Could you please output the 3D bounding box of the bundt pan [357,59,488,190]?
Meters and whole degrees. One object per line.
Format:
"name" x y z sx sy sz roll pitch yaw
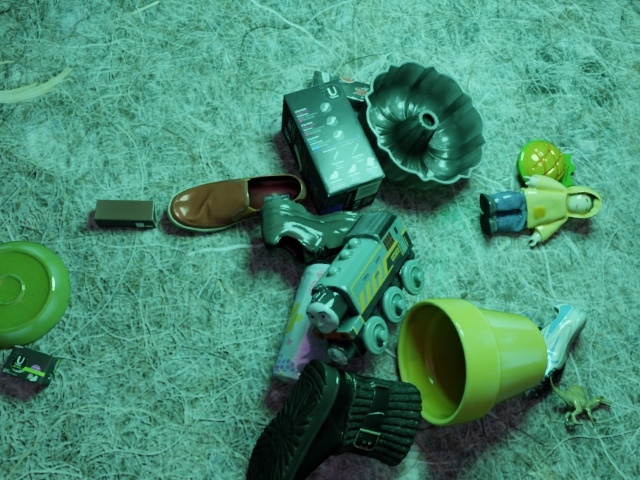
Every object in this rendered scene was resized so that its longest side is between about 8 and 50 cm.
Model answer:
"bundt pan" 0.230 -0.261 1.392 0.331 0.124 0.330 8 67 -20

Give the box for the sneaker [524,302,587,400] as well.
"sneaker" 0.518 0.251 1.308 0.086 0.085 0.237 23 74 40

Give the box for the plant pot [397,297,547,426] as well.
"plant pot" 0.325 0.242 1.207 0.239 0.254 0.253 -2 71 -24

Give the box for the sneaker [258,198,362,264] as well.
"sneaker" 0.000 0.000 1.286 0.287 0.109 0.130 7 53 -12

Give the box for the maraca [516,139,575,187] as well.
"maraca" 0.569 -0.183 1.446 0.186 0.099 0.127 12 88 -24

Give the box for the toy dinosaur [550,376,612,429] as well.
"toy dinosaur" 0.563 0.364 1.281 0.183 0.053 0.092 19 64 -19

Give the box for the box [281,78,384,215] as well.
"box" 0.022 -0.210 1.353 0.143 0.165 0.270 -20 75 -12

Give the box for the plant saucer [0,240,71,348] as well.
"plant saucer" -0.665 0.109 1.234 0.241 0.037 0.240 2 72 -6

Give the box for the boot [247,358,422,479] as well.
"boot" 0.032 0.413 1.159 0.260 0.131 0.348 24 104 -30

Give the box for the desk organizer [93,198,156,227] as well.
"desk organizer" -0.442 -0.061 1.312 0.130 0.047 0.050 1 69 -6

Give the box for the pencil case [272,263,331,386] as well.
"pencil case" -0.011 0.186 1.244 0.124 0.113 0.273 28 68 -25

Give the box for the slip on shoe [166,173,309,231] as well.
"slip on shoe" -0.187 -0.096 1.326 0.332 0.101 0.123 -7 74 -7

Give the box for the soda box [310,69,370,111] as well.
"soda box" 0.058 -0.377 1.474 0.169 0.053 0.060 14 70 -2

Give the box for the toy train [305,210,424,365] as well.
"toy train" 0.089 0.090 1.173 0.334 0.142 0.190 -50 120 -38

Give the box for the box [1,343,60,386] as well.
"box" -0.592 0.257 1.184 0.083 0.052 0.062 18 71 1

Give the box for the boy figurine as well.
"boy figurine" 0.531 -0.072 1.389 0.285 0.092 0.177 -5 107 -2
